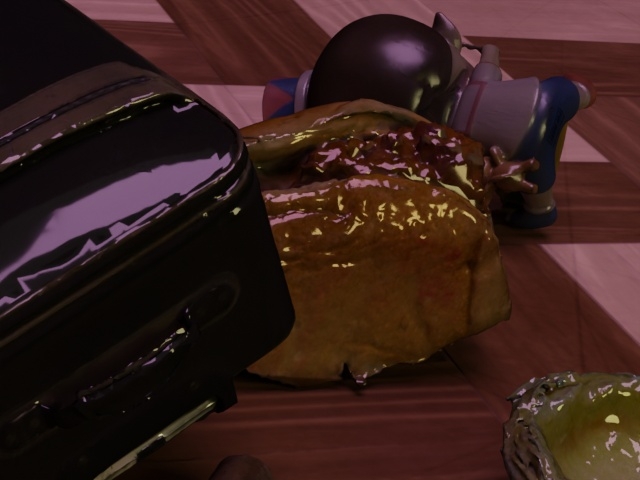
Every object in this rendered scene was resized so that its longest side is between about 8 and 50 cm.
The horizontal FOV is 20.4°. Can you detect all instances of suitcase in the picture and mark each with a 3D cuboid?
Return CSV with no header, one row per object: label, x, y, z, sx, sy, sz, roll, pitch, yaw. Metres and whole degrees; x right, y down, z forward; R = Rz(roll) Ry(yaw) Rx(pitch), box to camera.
suitcase,-0.221,-0.028,1.067,0.283,0.194,0.434,-33,46,-20

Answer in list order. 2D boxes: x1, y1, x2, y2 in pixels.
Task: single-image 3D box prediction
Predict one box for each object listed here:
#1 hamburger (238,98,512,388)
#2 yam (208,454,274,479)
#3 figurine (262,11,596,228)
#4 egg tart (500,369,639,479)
hamburger,0.000,0.000,1.225,0.282,0.245,0.155,36,9,-33
yam,-0.083,0.198,0.909,0.045,0.045,0.327,36,26,-1
figurine,0.088,-0.108,1.522,0.276,0.161,0.158,20,-15,12
egg tart,0.196,0.156,1.076,0.197,0.078,0.197,8,27,-4
